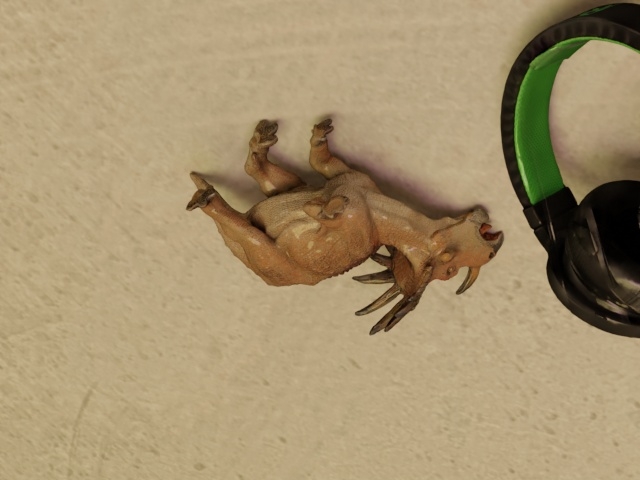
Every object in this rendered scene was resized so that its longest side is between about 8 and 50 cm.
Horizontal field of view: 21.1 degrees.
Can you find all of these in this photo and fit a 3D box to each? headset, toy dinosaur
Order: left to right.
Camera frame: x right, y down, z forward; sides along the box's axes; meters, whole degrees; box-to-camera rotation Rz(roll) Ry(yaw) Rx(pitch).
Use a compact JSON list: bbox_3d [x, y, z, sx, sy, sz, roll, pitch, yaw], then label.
[{"bbox_3d":[0.000,0.000,1.604,0.296,0.127,0.200,0,137,32],"label":"toy dinosaur"},{"bbox_3d":[0.271,0.005,1.367,0.394,0.185,0.243,58,144,6],"label":"headset"}]
